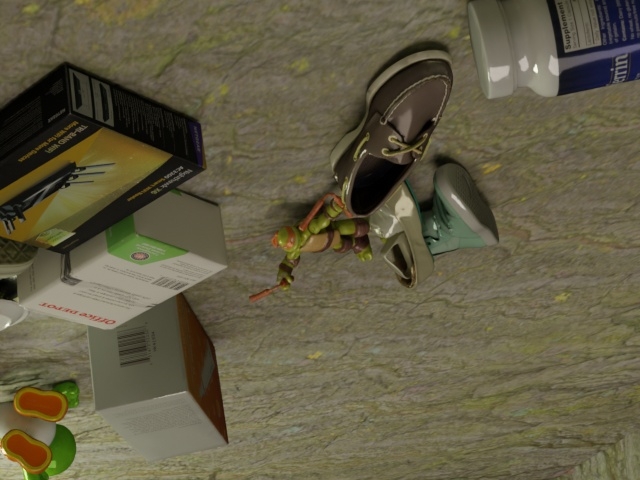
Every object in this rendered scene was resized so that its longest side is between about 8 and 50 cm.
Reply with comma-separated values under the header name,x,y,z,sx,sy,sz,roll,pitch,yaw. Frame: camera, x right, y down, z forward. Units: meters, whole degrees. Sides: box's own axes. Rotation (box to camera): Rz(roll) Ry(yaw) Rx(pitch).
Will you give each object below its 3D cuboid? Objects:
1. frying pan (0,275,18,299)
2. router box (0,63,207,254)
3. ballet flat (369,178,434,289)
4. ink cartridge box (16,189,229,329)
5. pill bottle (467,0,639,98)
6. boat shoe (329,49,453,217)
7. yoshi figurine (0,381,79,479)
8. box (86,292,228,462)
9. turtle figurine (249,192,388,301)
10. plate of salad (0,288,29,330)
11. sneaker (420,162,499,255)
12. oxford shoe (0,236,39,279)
name,x,y,z,sx,sy,sz,roll,pitch,yaw
frying pan,-0.607,0.060,1.907,0.326,0.053,0.197,9,152,-44
router box,-0.349,-0.099,1.673,0.309,0.081,0.243,-28,150,32
ballet flat,0.122,-0.014,1.949,0.086,0.086,0.248,-16,133,10
ink cartridge box,-0.311,0.024,1.901,0.273,0.114,0.198,-28,149,31
pill bottle,0.324,-0.262,1.517,0.265,0.153,0.153,-11,154,3
boat shoe,0.105,-0.146,1.733,0.117,0.096,0.324,2,152,-24
yoshi figurine,-0.561,0.399,2.483,0.204,0.203,0.362,-23,176,-20
box,-0.295,0.249,2.254,0.168,0.215,0.345,-12,155,2
turtle figurine,0.000,0.000,2.001,0.217,0.087,0.269,-2,139,-40
plate of salad,-0.567,0.115,1.958,0.200,0.048,0.200,-9,161,-3
sneaker,0.190,-0.035,2.000,0.151,0.094,0.256,-15,153,16
oxford shoe,-0.605,-0.003,1.686,0.130,0.169,0.449,-29,154,37
